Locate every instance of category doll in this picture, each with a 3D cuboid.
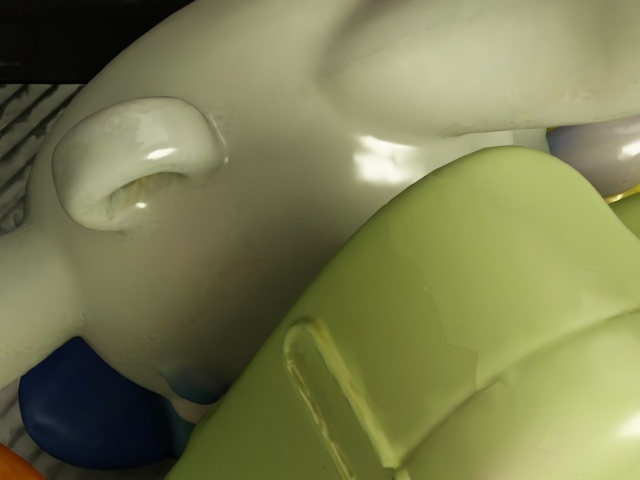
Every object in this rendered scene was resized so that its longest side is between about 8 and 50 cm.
[{"bbox_3d":[0.001,0.009,0.673,0.376,0.187,0.365,-6,-11,17],"label":"doll"}]

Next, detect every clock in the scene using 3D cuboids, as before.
[{"bbox_3d":[0.110,0.091,0.611,0.348,0.286,0.117,-3,51,-40],"label":"clock"}]

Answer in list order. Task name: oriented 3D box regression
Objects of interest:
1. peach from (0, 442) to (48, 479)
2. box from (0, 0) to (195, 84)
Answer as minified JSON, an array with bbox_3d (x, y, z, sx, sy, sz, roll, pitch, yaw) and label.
[{"bbox_3d":[-0.156,0.175,0.289,0.342,0.302,0.343,19,36,-14],"label":"peach"},{"bbox_3d":[-0.122,-0.132,0.828,0.290,0.073,0.289,6,22,28],"label":"box"}]
